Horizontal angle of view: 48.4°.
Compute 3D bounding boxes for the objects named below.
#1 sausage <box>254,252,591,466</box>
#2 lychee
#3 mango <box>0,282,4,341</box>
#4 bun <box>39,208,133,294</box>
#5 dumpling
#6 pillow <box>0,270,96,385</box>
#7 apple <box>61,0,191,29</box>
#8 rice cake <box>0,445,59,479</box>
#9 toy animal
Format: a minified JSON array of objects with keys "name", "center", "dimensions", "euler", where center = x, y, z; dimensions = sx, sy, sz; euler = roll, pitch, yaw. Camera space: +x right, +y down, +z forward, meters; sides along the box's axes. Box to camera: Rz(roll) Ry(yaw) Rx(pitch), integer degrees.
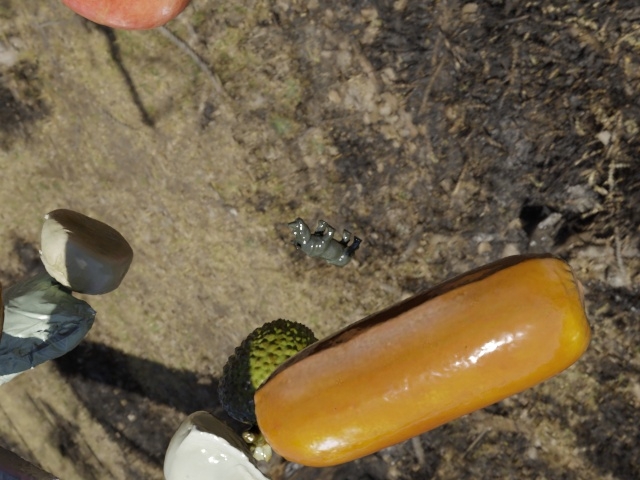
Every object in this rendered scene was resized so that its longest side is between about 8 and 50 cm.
[{"name":"sausage","center":[0.074,0.096,0.550],"dimensions":[0.274,0.105,0.105],"euler":[-28,97,16]},{"name":"lychee","center":[-0.111,0.345,1.693],"dimensions":[0.269,0.320,0.270],"euler":[5,139,5]},{"name":"mango","center":[-0.447,0.083,0.874],"dimensions":[0.141,0.102,0.217],"euler":[43,138,42]},{"name":"bun","center":[-0.478,0.030,1.410],"dimensions":[0.193,0.178,0.128],"euler":[32,105,-13]},{"name":"dumpling","center":[-0.151,0.348,1.112],"dimensions":[0.179,0.131,0.252],"euler":[28,142,3]},{"name":"pillow","center":[-0.591,0.182,1.368],"dimensions":[0.283,0.309,0.138],"euler":[27,143,60]},{"name":"apple","center":[-0.402,-0.632,1.463],"dimensions":[0.363,0.364,0.364],"euler":[30,138,32]},{"name":"rice cake","center":[-0.570,0.307,1.074],"dimensions":[0.364,0.056,0.072],"euler":[24,-178,5]},{"name":"toy animal","center":[0.000,0.000,1.186],"dimensions":[0.065,0.135,0.047],"euler":[-62,31,7]}]
